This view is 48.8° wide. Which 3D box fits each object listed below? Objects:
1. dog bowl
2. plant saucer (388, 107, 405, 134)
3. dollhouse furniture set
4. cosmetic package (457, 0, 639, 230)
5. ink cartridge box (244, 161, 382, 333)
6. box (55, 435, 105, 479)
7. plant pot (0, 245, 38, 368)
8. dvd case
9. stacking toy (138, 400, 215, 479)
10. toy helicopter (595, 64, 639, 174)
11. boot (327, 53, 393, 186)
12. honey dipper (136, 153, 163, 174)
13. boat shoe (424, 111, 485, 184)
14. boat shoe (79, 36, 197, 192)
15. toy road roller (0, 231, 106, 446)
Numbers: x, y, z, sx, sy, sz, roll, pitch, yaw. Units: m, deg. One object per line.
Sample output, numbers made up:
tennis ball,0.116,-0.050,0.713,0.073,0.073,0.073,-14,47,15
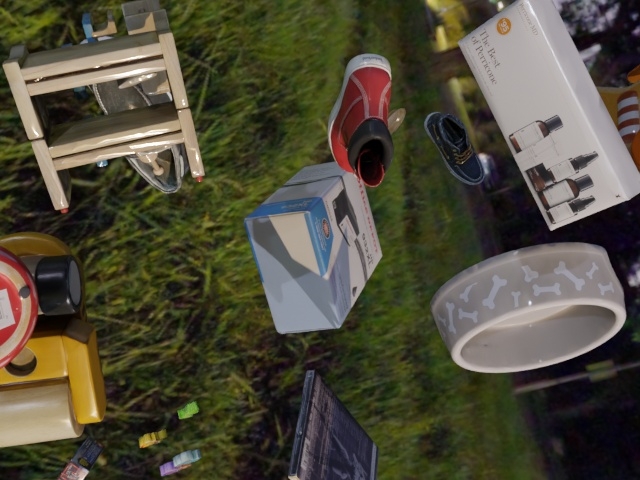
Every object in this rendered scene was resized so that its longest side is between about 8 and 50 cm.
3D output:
dog bowl,0.376,0.136,1.266,0.349,0.349,0.102,45,31,-54
plant saucer,0.168,-0.282,1.668,0.015,0.083,0.083,43,9,20
dollhouse furniture set,-0.190,-0.131,0.641,0.184,0.129,0.129,-121,-161,-59
cosmetic package,0.250,-0.140,0.774,0.060,0.099,0.239,-23,86,-46
ink cartridge box,0.000,0.000,1.320,0.307,0.129,0.223,-51,129,-61
box,-0.318,0.310,0.848,0.027,0.137,0.094,36,-2,-5
plant pot,-0.468,0.076,0.888,0.191,0.174,0.191,-2,93,-50
dvd case,0.025,0.312,1.000,0.221,0.018,0.164,55,30,-35
stacking toy,-0.273,0.424,1.347,0.052,0.221,0.167,-1,61,-40
toy helicopter,0.438,-0.199,0.996,0.140,0.235,0.355,22,3,-36
boot,0.059,-0.129,1.051,0.244,0.088,0.176,98,-8,-63
honey dipper,-0.262,-0.127,1.102,0.161,0.030,0.030,125,-53,-83
boat shoe,0.282,-0.181,1.433,0.183,0.065,0.083,48,-2,-17
boat shoe,-0.274,-0.183,1.116,0.335,0.121,0.119,59,29,-63
toy road roller,-0.472,0.149,1.177,0.240,0.202,0.329,-119,-156,-76
